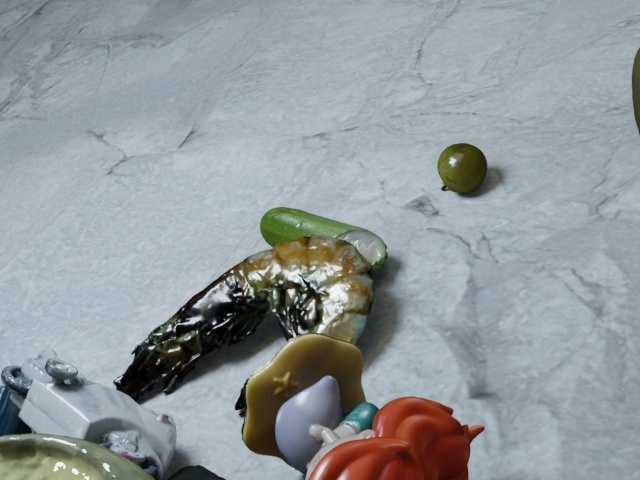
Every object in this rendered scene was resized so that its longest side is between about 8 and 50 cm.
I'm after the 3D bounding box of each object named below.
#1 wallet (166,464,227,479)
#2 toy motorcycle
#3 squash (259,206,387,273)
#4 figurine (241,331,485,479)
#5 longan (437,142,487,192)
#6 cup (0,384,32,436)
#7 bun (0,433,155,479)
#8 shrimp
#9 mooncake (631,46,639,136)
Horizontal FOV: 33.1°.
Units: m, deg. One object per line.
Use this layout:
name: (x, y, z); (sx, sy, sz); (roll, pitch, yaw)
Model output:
wallet: (-0.095, 0.336, 1.102); (0.321, 0.044, 0.170); (17, 53, 44)
toy motorcycle: (-0.258, 0.216, 1.273); (0.260, 0.171, 0.110); (28, 96, 36)
squash: (0.000, 0.000, 1.480); (0.239, 0.069, 0.069); (18, 51, 45)
figurine: (0.044, 0.216, 1.066); (0.181, 0.208, 0.257); (-55, 33, 8)
longan: (0.194, -0.097, 1.512); (0.083, 0.075, 0.075); (-54, 19, 32)
cup: (-0.416, 0.277, 1.330); (0.113, 0.150, 0.138); (15, 40, -5)
bun: (-0.260, 0.369, 1.003); (0.364, 0.202, 0.364); (-11, 60, 19)
shrimp: (-0.093, 0.126, 1.356); (0.365, 0.071, 0.233); (-33, 46, 0)
mooncake: (0.564, -0.193, 1.291); (0.378, 0.201, 0.378); (-17, 36, 13)
